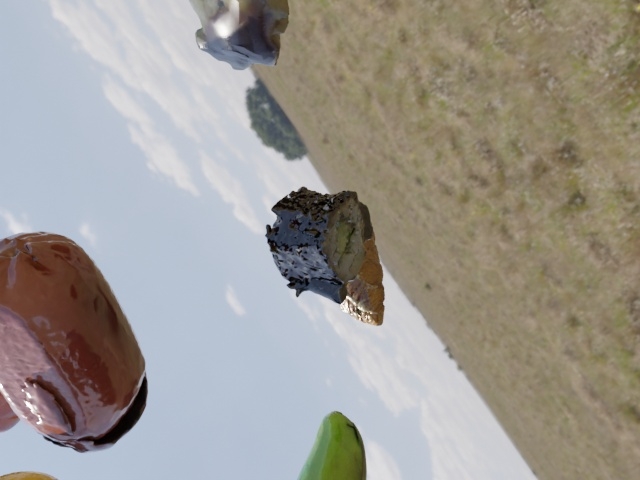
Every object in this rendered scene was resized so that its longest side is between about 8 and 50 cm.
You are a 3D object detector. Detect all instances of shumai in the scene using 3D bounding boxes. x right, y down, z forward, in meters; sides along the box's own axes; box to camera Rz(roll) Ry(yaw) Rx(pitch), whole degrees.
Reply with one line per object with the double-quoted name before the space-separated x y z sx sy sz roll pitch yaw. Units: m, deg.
"shumai" -0.126 -0.373 0.851 0.217 0.283 0.346 14 177 -15

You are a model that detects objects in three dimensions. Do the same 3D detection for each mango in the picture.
"mango" 0.014 0.382 1.094 0.111 0.125 0.233 20 -122 -15

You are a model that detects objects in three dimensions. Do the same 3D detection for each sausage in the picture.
"sausage" -0.280 0.114 0.760 0.152 0.152 0.280 -120 13 -52

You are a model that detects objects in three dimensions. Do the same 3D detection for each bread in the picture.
"bread" 0.049 0.040 1.084 0.233 0.076 0.105 -94 14 -46

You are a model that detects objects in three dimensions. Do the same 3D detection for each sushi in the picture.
"sushi" 0.000 -0.002 0.725 0.084 0.094 0.098 8 132 31

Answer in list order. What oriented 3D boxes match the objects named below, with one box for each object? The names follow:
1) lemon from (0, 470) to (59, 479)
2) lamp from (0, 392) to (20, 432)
"lemon" -0.366 0.336 0.845 0.114 0.155 0.114 164 90 -78
"lamp" -0.552 0.237 1.112 0.164 0.187 0.187 51 -179 40
